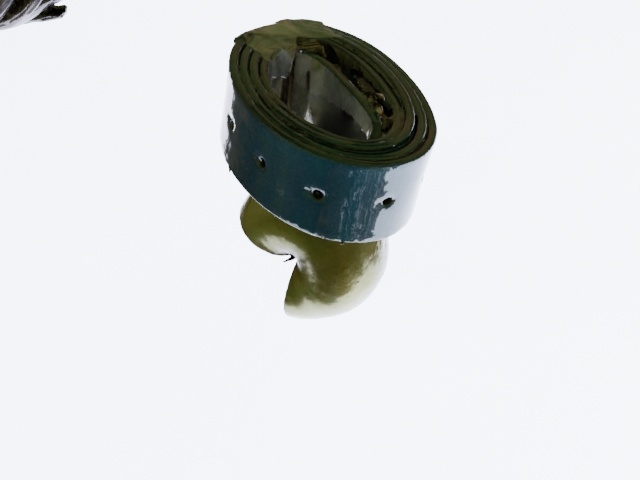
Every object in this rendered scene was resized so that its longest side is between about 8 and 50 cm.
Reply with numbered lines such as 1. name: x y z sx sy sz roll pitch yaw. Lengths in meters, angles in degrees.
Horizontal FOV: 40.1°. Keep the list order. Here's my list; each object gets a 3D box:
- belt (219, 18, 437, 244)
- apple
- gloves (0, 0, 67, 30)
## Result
1. belt: 0.002 -0.187 1.362 0.300 0.173 0.437 -4 -143 -22
2. apple: 0.014 -0.008 1.659 0.233 0.295 0.258 -11 -163 37
3. gloves: -0.464 -0.333 1.135 0.285 0.119 0.142 3 -138 -36
